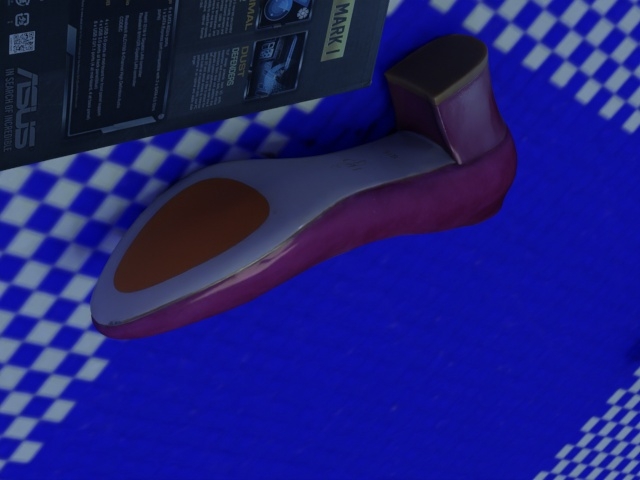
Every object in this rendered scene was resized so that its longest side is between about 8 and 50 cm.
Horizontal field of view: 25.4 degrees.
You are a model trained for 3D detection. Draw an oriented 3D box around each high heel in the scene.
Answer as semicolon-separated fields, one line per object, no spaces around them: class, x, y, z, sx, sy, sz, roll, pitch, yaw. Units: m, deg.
high heel;0.000;0.000;0.716;0.244;0.082;0.117;-39;137;-22

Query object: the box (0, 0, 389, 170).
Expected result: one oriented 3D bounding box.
box;-0.047;-0.147;0.527;0.183;0.059;0.232;-16;138;-28
